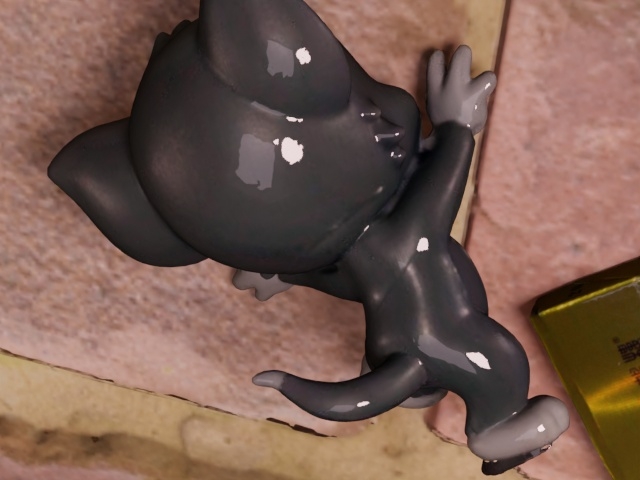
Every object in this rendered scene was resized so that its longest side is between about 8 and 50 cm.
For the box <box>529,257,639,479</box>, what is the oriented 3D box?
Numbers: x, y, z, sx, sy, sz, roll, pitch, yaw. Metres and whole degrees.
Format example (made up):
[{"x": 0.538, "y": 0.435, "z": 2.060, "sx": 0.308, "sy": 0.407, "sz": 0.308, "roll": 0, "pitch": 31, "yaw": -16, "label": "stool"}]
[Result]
[{"x": 0.213, "y": 0.050, "z": 0.959, "sx": 0.193, "sy": 0.030, "sz": 0.121, "roll": -23, "pitch": 105, "yaw": 23, "label": "box"}]

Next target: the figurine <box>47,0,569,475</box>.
[{"x": -0.001, "y": 0.004, "z": 0.945, "sx": 0.193, "sy": 0.140, "sz": 0.265, "roll": -35, "pitch": 76, "yaw": 44, "label": "figurine"}]
